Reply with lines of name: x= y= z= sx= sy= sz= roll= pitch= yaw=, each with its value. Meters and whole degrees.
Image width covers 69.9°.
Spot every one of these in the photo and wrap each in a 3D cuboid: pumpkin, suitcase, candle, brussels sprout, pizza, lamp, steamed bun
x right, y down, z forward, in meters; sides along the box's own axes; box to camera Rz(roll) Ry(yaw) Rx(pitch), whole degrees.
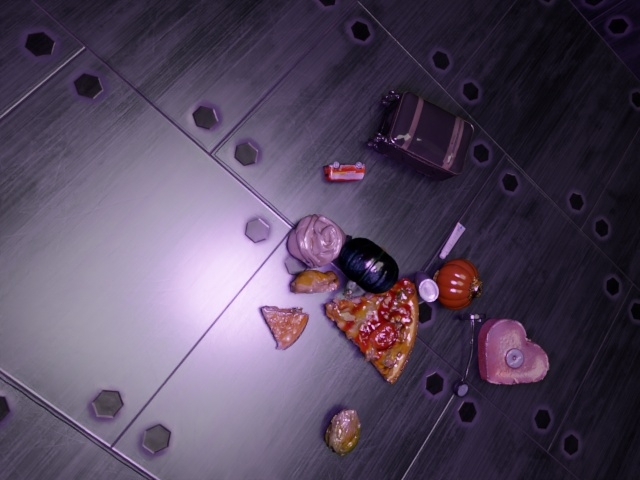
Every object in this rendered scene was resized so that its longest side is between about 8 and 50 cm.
pumpkin: x=0.166 y=0.121 z=1.776 sx=0.248 sy=0.248 sz=0.247 roll=2 pitch=83 yaw=-19
suitcase: x=0.445 y=-0.451 z=1.973 sx=0.434 sy=0.194 sz=0.282 roll=23 pitch=77 yaw=-17
candle: x=0.821 y=0.518 z=2.026 sx=0.317 sy=0.131 sz=0.287 roll=42 pitch=79 yaw=0
brussels sprout: x=0.089 y=0.736 z=1.763 sx=0.139 sy=0.101 sz=0.180 roll=15 pitch=78 yaw=-27
pizza: x=-0.017 y=0.151 z=1.745 sx=0.188 sy=0.204 sz=0.080 roll=-14 pitch=99 yaw=-14
lamp: x=0.634 y=0.487 z=2.007 sx=0.130 sy=0.109 sz=0.370 roll=4 pitch=97 yaw=-31
pizza: x=0.208 y=0.339 z=1.833 sx=0.407 sy=0.130 sz=0.439 roll=15 pitch=79 yaw=-19
steamed bun: x=-0.001 y=0.002 z=1.790 sx=0.218 sy=0.144 sz=0.211 roll=36 pitch=74 yaw=-11
pizza: x=-0.152 y=0.309 z=1.752 sx=0.195 sy=0.052 sz=0.185 roll=40 pitch=80 yaw=-15
lamp: x=0.580 y=0.185 z=1.940 sx=0.223 sy=0.197 sz=0.223 roll=-20 pitch=117 yaw=-48

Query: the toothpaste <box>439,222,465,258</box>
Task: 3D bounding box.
toothpaste: x=0.590 y=0.003 z=2.055 sx=0.048 sy=0.031 sz=0.190 roll=40 pitch=70 yaw=-8

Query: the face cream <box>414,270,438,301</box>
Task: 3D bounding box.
face cream: x=0.426 y=0.187 z=1.854 sx=0.073 sy=0.269 sz=0.107 roll=-10 pitch=90 yaw=8

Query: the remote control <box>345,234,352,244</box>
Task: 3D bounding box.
remote control: x=0.111 y=0.022 z=1.894 sx=0.034 sy=0.016 sz=0.090 roll=14 pitch=79 yaw=-33

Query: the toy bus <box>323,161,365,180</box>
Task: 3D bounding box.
toy bus: x=0.103 y=-0.285 z=1.899 sx=0.175 sy=0.079 sz=0.077 roll=-3 pitch=93 yaw=-20
